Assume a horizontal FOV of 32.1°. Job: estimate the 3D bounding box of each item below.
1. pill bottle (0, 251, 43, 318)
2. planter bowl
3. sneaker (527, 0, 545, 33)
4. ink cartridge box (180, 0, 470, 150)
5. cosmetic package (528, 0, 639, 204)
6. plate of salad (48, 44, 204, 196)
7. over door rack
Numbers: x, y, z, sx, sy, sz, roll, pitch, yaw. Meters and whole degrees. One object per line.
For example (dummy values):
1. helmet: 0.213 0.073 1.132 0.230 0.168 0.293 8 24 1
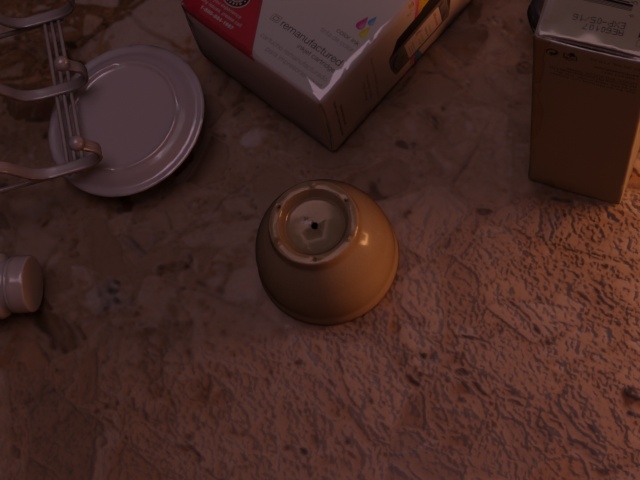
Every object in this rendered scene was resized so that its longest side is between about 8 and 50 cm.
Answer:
1. pill bottle: -0.393 0.053 1.268 0.137 0.078 0.078 -4 68 8
2. planter bowl: 0.000 0.000 1.208 0.162 0.109 0.162 -3 69 9
3. sneaker: 0.383 -0.283 1.248 0.299 0.121 0.111 -8 67 6
4. ink cartridge box: 0.024 -0.296 1.309 0.226 0.131 0.306 37 80 20
5. cosmetic package: 0.285 -0.177 1.123 0.113 0.309 0.160 17 71 15
6. plate of salad: -0.230 -0.142 1.332 0.199 0.048 0.200 -5 70 13
7. over door rack: -0.429 -0.151 1.314 0.324 0.108 0.240 -20 66 13
